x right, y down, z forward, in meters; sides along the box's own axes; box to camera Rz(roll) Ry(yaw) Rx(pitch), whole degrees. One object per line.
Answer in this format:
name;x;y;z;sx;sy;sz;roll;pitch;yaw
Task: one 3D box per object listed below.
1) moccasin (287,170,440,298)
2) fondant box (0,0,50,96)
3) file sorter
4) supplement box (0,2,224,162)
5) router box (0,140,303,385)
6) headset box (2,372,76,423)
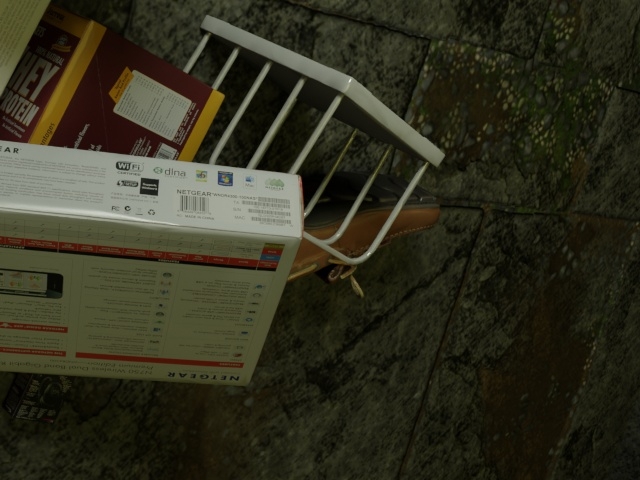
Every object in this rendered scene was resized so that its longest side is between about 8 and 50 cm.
moccasin;0.002;0.001;1.427;0.380;0.139;0.147;-19;123;-35
fondant box;-0.435;-0.221;0.945;0.330;0.096;0.238;27;91;-47
file sorter;-0.039;-0.114;1.233;0.193;0.277;0.173;30;91;-46
supplement box;-0.248;-0.128;1.138;0.194;0.129;0.191;25;93;-46
router box;-0.213;0.037;1.087;0.335;0.082;0.301;6;143;-13
headset box;-0.340;0.177;1.279;0.062;0.032;0.083;21;95;-47
